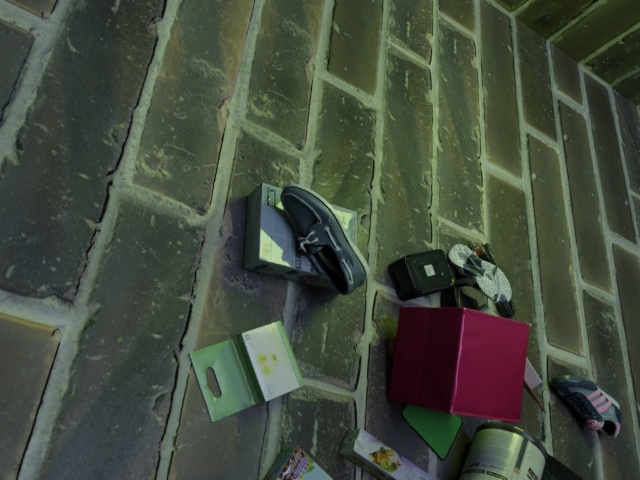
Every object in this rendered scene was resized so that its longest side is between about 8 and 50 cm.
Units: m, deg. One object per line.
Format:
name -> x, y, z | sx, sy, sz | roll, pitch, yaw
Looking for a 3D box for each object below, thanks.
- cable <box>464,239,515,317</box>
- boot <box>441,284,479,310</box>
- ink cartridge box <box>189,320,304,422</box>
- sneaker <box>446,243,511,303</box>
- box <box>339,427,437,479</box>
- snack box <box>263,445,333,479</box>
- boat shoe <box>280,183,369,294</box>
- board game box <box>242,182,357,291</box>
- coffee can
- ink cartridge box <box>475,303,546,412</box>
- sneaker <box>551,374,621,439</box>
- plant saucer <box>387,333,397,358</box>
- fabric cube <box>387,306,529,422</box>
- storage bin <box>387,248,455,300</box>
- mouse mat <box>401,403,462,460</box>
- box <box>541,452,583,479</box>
cable -> 0.577, 0.125, 2.084 | 0.287, 0.072, 0.139 | 63, 31, -11
boot -> 0.446, 0.242, 1.904 | 0.137, 0.077, 0.197 | 28, 56, -30
ink cartridge box -> -0.167, 0.300, 1.434 | 0.235, 0.056, 0.171 | -13, 77, -42
sneaker -> 0.487, 0.119, 1.933 | 0.235, 0.153, 0.094 | 35, 78, 11
box -> 0.193, 0.586, 1.553 | 0.324, 0.067, 0.063 | 39, 52, -17
snack box -> -0.059, 0.595, 1.359 | 0.174, 0.070, 0.207 | 47, 51, -10
boat shoe -> 0.000, 0.000, 1.536 | 0.319, 0.116, 0.099 | 53, 46, -11
board game box -> -0.047, -0.003, 1.640 | 0.304, 0.098, 0.223 | 16, 61, -28
coffee can -> 0.469, 0.656, 1.632 | 0.201, 0.202, 0.275 | 45, 50, -10
ink cartridge box -> 0.579, 0.345, 1.829 | 0.275, 0.060, 0.239 | 53, 3, -20
sneaker -> 0.900, 0.558, 2.057 | 0.319, 0.112, 0.131 | 30, 51, -20
plant saucer -> 0.228, 0.305, 1.748 | 0.084, 0.013, 0.083 | 15, 61, -30
fabric cube -> 0.366, 0.325, 1.637 | 0.254, 0.259, 0.257 | 15, 78, -30
storage bin -> 0.307, 0.103, 1.857 | 0.180, 0.084, 0.121 | -8, 74, -39
mouse mat -> 0.315, 0.498, 1.725 | 0.189, 0.007, 0.152 | 48, 49, -6
box -> 0.639, 0.787, 1.780 | 0.257, 0.079, 0.321 | 36, 52, -15
